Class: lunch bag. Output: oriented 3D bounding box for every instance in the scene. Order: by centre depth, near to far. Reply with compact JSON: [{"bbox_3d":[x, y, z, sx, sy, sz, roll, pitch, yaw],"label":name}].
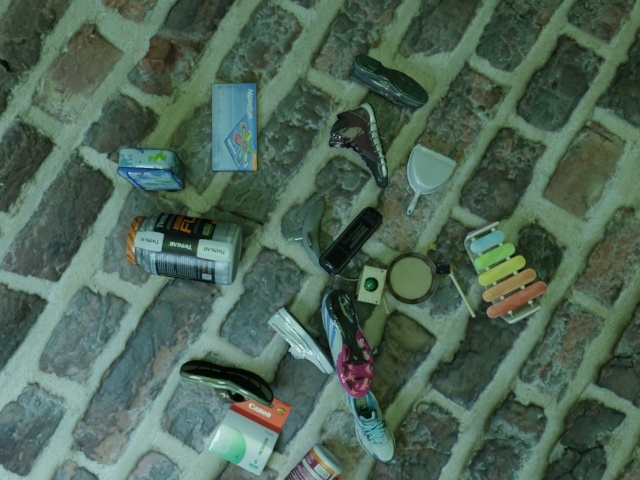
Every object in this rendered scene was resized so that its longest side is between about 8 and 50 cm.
[{"bbox_3d":[-0.507,-0.211,1.786,0.176,0.219,0.090,3,81,-2],"label":"lunch bag"}]

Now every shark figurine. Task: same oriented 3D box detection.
[{"bbox_3d":[-0.004,0.029,1.842,0.166,0.116,0.278,-27,87,-1],"label":"shark figurine"}]

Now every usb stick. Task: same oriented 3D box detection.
[{"bbox_3d":[0.096,-0.001,1.818,0.077,0.045,0.278,39,58,5],"label":"usb stick"}]

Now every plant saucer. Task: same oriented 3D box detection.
[{"bbox_3d":[0.288,0.120,1.884,0.169,0.029,0.168,0,87,0],"label":"plant saucer"}]

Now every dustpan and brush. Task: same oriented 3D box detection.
[{"bbox_3d":[0.325,-0.181,1.891,0.147,0.060,0.211,24,81,-5],"label":"dustpan and brush"}]

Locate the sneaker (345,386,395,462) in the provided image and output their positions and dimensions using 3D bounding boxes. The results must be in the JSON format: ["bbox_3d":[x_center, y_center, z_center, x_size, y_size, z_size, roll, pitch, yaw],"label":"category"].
[{"bbox_3d":[0.148,0.557,1.815,0.110,0.122,0.282,-24,88,-1],"label":"sneaker"}]

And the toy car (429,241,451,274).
[{"bbox_3d":[0.385,0.056,1.863,0.041,0.060,0.122,8,64,-38],"label":"toy car"}]

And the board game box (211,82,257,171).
[{"bbox_3d":[-0.274,-0.360,1.893,0.145,0.027,0.281,0,88,0],"label":"board game box"}]

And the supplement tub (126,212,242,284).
[{"bbox_3d":[-0.405,0.022,1.791,0.316,0.193,0.193,8,87,-2],"label":"supplement tub"}]

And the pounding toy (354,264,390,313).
[{"bbox_3d":[0.167,0.148,1.824,0.100,0.141,0.130,12,87,-1],"label":"pounding toy"}]

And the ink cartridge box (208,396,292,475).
[{"bbox_3d":[-0.216,0.584,1.842,0.181,0.056,0.224,27,89,0],"label":"ink cartridge box"}]

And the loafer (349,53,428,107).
[{"bbox_3d":[0.215,-0.496,1.895,0.268,0.084,0.096,30,56,-3],"label":"loafer"}]

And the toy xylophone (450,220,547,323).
[{"bbox_3d":[0.541,0.115,1.864,0.236,0.081,0.322,-34,88,-2],"label":"toy xylophone"}]

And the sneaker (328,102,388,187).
[{"bbox_3d":[0.114,-0.285,1.871,0.163,0.106,0.281,-13,77,3],"label":"sneaker"}]

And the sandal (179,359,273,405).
[{"bbox_3d":[-0.288,0.448,1.826,0.303,0.120,0.086,15,104,7],"label":"sandal"}]

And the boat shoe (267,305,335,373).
[{"bbox_3d":[-0.061,0.324,1.844,0.084,0.095,0.258,-42,79,1],"label":"boat shoe"}]

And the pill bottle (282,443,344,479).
[{"bbox_3d":[-0.042,0.739,1.804,0.121,0.121,0.221,43,87,1],"label":"pill bottle"}]

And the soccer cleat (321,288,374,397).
[{"bbox_3d":[0.081,0.310,1.809,0.116,0.143,0.331,-10,78,-13],"label":"soccer cleat"}]
